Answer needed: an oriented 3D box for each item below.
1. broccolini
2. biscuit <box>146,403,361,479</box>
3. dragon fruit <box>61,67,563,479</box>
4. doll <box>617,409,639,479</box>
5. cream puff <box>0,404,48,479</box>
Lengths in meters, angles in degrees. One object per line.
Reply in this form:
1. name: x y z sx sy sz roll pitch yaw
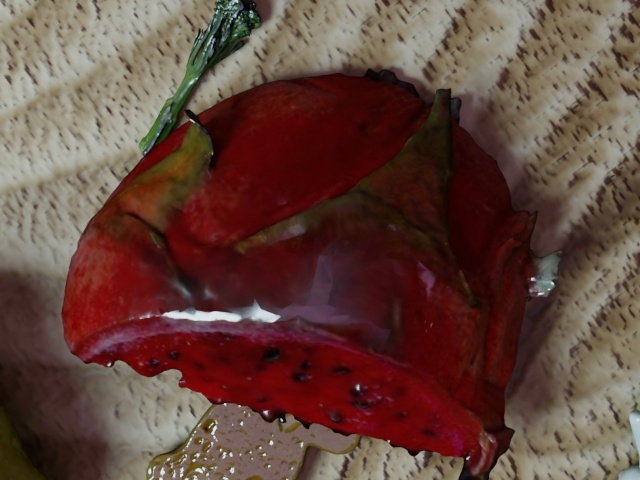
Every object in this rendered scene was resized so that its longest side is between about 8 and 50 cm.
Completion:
1. broccolini: -0.090 -0.122 0.643 0.035 0.030 0.140 25 102 -38
2. biscuit: -0.035 0.129 0.658 0.138 0.031 0.205 27 94 0
3. dragon fruit: 0.000 0.000 0.599 0.344 0.100 0.282 14 81 0
4. doll: 0.261 0.163 0.648 0.099 0.057 0.143 24 97 -22
5. cream puff: -0.384 0.209 0.550 0.378 0.275 0.378 0 97 -2
